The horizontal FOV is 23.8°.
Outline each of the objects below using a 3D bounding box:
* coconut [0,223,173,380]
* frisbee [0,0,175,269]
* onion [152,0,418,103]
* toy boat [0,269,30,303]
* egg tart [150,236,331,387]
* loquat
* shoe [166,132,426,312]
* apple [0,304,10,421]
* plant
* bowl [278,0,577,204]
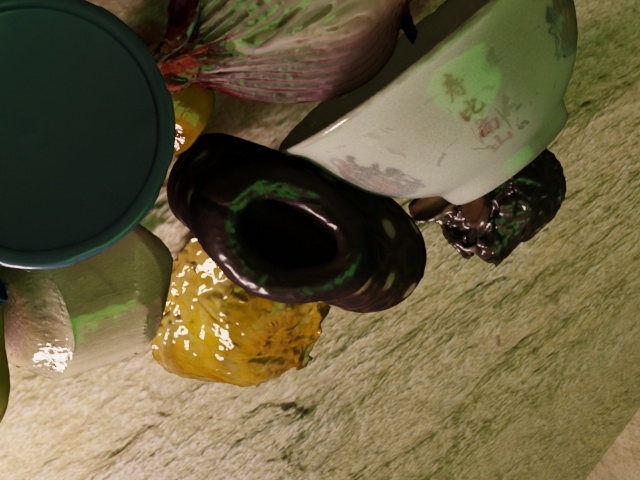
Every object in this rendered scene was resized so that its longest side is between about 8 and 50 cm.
[{"bbox_3d":[-0.285,0.054,1.818,0.234,0.224,0.224,-20,145,-41],"label":"coconut"},{"bbox_3d":[-0.294,-0.114,1.565,0.289,0.289,0.049,-37,-174,-9],"label":"frisbee"},{"bbox_3d":[-0.073,-0.275,1.694,0.349,0.159,0.267,-20,133,-22],"label":"onion"},{"bbox_3d":[-0.370,-0.033,1.649,0.291,0.220,0.067,-34,161,-55],"label":"toy boat"},{"bbox_3d":[-0.079,0.093,2.188,0.339,0.153,0.351,-9,137,-48],"label":"egg tart"},{"bbox_3d":[-0.188,-0.158,1.741,0.137,0.137,0.113,-63,172,33],"label":"loquat"},{"bbox_3d":[0.000,0.000,1.925,0.384,0.237,0.171,26,99,-27],"label":"shoe"},{"bbox_3d":[-0.460,0.128,1.667,0.262,0.262,0.262,-30,149,-20],"label":"apple"},{"bbox_3d":[0.256,-0.071,2.339,0.234,0.178,0.204,-21,146,-43],"label":"plant"},{"bbox_3d":[0.175,-0.172,1.862,0.435,0.196,0.435,-38,-171,7],"label":"bowl"}]
